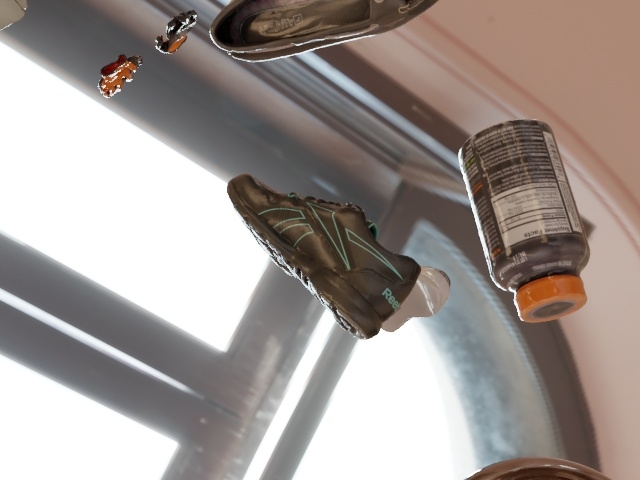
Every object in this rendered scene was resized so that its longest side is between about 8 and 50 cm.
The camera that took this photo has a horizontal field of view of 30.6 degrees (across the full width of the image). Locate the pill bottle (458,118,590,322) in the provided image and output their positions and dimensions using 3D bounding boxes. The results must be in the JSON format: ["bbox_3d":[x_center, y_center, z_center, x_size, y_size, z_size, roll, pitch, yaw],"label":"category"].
[{"bbox_3d":[0.266,-0.022,1.497,0.130,0.130,0.246,-34,-121,41],"label":"pill bottle"}]

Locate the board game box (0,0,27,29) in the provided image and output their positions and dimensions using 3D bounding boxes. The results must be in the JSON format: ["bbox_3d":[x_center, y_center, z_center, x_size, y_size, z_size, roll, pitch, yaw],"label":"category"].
[{"bbox_3d":[-0.290,-0.264,0.614,0.097,0.303,0.224,-27,-128,6],"label":"board game box"}]

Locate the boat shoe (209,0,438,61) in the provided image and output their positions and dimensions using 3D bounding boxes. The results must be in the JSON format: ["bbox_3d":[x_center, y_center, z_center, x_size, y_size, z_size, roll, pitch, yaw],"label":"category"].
[{"bbox_3d":[0.018,-0.297,1.450,0.335,0.112,0.095,-16,-173,21],"label":"boat shoe"}]

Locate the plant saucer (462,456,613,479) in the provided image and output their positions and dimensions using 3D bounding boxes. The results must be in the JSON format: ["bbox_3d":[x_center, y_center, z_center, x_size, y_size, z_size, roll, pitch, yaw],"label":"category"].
[{"bbox_3d":[0.276,0.390,1.396,0.050,0.310,0.311,90,11,-54],"label":"plant saucer"}]

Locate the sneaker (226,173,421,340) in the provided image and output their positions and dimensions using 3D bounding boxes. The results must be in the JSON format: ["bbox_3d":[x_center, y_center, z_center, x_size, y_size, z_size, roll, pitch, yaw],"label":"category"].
[{"bbox_3d":[0.000,0.000,1.311,0.106,0.101,0.267,-44,-119,-8],"label":"sneaker"}]

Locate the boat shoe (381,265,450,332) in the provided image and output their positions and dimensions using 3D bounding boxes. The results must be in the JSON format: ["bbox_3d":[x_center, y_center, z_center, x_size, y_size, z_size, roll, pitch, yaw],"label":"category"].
[{"bbox_3d":[0.147,0.079,1.752,0.076,0.080,0.228,-38,174,-26],"label":"boat shoe"}]

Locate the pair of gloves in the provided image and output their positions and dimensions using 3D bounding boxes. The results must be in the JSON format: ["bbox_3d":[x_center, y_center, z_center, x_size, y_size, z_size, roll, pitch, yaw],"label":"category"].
[{"bbox_3d":[-0.117,-0.127,0.798,0.083,0.010,0.074,-39,-179,-10],"label":"pair of gloves"}]
